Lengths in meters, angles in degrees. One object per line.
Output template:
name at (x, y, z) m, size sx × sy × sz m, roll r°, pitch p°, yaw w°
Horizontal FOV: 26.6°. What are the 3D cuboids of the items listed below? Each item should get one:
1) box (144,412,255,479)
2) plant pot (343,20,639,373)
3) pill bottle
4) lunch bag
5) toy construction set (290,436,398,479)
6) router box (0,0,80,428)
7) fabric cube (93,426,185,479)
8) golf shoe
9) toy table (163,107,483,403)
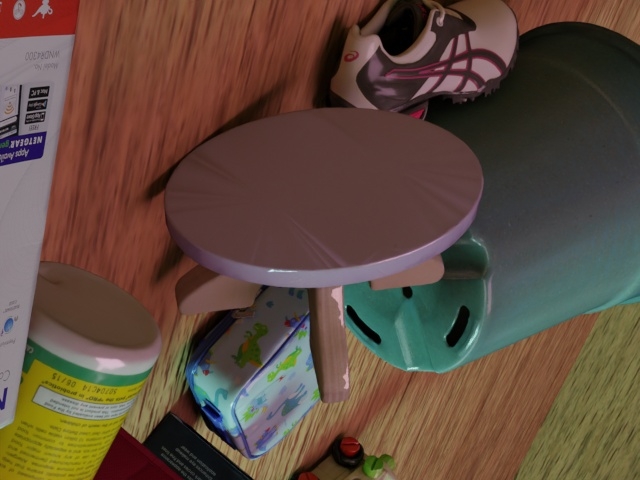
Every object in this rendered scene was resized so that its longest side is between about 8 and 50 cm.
box at (-0.145, 0.301, 1.469) m, size 0.158 × 0.156 × 0.093 m, roll -50°, pitch 160°, yaw -9°
plant pot at (0.187, -0.032, 1.464) m, size 0.334 × 0.341 × 0.341 m, roll -24°, pitch 145°, yaw -37°
pill bottle at (-0.204, 0.129, 0.936) m, size 0.208 × 0.117 × 0.117 m, roll -60°, pitch 158°, yaw 17°
lunch bag at (-0.061, 0.141, 1.488) m, size 0.176 × 0.090 × 0.219 m, roll -48°, pitch 158°, yaw -17°
toy construction set at (0.058, 0.415, 1.981) m, size 0.327 × 0.215 × 0.151 m, roll -20°, pitch 142°, yaw -55°
router box at (-0.259, -0.005, 0.690) m, size 0.335 × 0.082 × 0.301 m, roll -29°, pitch 133°, yaw -67°
fabric cube at (-0.247, 0.327, 1.162) m, size 0.258 × 0.259 × 0.254 m, roll -34°, pitch 151°, yaw -45°
golf shoe at (0.115, -0.194, 1.334) m, size 0.273 × 0.105 × 0.120 m, roll -37°, pitch 146°, yaw -38°
toy table at (0.000, 0.000, 1.219) m, size 0.161 × 0.274 × 0.252 m, roll 96°, pitch -4°, yaw -54°
